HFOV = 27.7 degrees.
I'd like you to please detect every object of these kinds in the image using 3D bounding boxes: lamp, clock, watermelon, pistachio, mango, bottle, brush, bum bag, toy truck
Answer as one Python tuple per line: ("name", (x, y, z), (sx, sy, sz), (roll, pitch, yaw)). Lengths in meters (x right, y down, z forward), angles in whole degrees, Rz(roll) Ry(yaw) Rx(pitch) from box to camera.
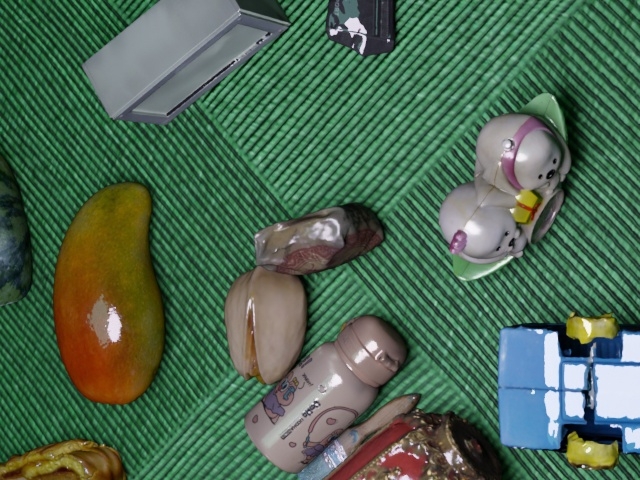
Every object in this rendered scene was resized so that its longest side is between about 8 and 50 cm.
("lamp", (0.082, 0.314, 1.486), (0.274, 0.177, 0.177), (-45, 72, 20))
("clock", (0.205, -0.057, 1.436), (0.103, 0.144, 0.231), (29, 102, 21))
("watermelon", (-0.508, -0.013, 1.748), (0.201, 0.213, 0.261), (-23, 81, 25))
("pistachio", (-0.067, 0.103, 1.592), (0.113, 0.113, 0.149), (-1, 87, 26))
("mango", (-0.277, 0.070, 1.688), (0.146, 0.129, 0.289), (-15, 76, 27))
("bottle", (0.011, 0.175, 1.559), (0.209, 0.097, 0.110), (-44, 33, 11))
("brush", (0.045, 0.237, 1.590), (0.196, 0.021, 0.070), (-35, 75, 20))
("bum bag", (0.052, -0.319, 1.562), (0.087, 0.049, 0.197), (2, 92, 2))
("toy truck", (0.381, 0.151, 1.343), (0.385, 0.162, 0.161), (-1, 90, 25))

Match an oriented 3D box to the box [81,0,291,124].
("box", (-0.165, -0.242, 1.622), (0.225, 0.129, 0.086), (-35, 76, 23))

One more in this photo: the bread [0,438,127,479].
("bread", (-0.363, 0.366, 1.749), (0.222, 0.096, 0.181), (-15, 84, 28))

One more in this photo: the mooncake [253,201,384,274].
("mooncake", (0.000, 0.000, 1.548), (0.130, 0.125, 0.073), (-19, 87, 28))
